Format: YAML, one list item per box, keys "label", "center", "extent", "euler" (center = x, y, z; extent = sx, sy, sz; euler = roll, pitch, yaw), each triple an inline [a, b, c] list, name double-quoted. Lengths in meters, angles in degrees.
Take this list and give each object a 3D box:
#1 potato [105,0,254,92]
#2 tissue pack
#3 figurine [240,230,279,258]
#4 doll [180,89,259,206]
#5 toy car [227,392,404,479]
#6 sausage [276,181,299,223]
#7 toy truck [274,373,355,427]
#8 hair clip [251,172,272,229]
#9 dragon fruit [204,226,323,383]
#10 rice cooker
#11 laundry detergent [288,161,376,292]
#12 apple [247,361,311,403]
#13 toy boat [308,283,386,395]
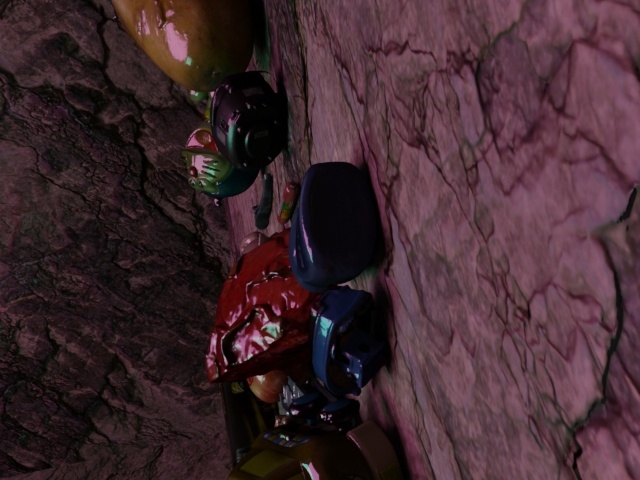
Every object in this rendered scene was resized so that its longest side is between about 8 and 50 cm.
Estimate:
- label: "potato"
  center: [-0.285, -0.422, 1.539]
  extent: [0.397, 0.290, 0.296]
  euler: [-41, 60, 54]
- label: "tissue pack"
  center: [-0.149, 0.450, 1.849]
  extent: [0.210, 0.198, 0.370]
  euler: [-129, 32, -76]
- label: "figurine"
  center: [-0.127, 0.047, 1.595]
  extent: [0.125, 0.125, 0.138]
  euler: [-148, 65, -76]
- label: "doll"
  center: [-0.237, -0.244, 1.770]
  extent: [0.198, 0.186, 0.322]
  euler: [21, 106, 42]
- label: "toy car"
  center: [-0.022, 0.336, 0.964]
  extent: [0.248, 0.198, 0.204]
  euler: [-12, 97, 57]
- label: "sausage"
  center: [-0.066, -0.073, 1.423]
  extent: [0.223, 0.029, 0.029]
  euler: [118, 141, -73]
- label: "toy truck"
  center: [-0.015, 0.347, 1.266]
  extent: [0.338, 0.133, 0.184]
  euler: [159, 111, -81]
- label: "hair clip"
  center: [-0.135, -0.098, 1.761]
  extent: [0.229, 0.039, 0.070]
  euler: [120, 139, -66]
- label: "dragon fruit"
  center: [-0.112, 0.104, 1.301]
  extent: [0.329, 0.228, 0.286]
  euler: [127, 134, -78]
- label: "rice cooker"
  center: [-0.137, -0.227, 1.374]
  extent: [0.118, 0.142, 0.203]
  euler: [55, 155, 39]
- label: "laundry detergent"
  center: [0.000, 0.000, 0.975]
  extent: [0.290, 0.094, 0.143]
  euler: [124, 138, -74]
- label: "apple"
  center: [-0.092, 0.268, 1.539]
  extent: [0.131, 0.146, 0.146]
  euler: [53, 160, 18]
- label: "toy boat"
  center: [0.042, 0.143, 0.935]
  extent: [0.097, 0.100, 0.223]
  euler: [32, 150, 25]
